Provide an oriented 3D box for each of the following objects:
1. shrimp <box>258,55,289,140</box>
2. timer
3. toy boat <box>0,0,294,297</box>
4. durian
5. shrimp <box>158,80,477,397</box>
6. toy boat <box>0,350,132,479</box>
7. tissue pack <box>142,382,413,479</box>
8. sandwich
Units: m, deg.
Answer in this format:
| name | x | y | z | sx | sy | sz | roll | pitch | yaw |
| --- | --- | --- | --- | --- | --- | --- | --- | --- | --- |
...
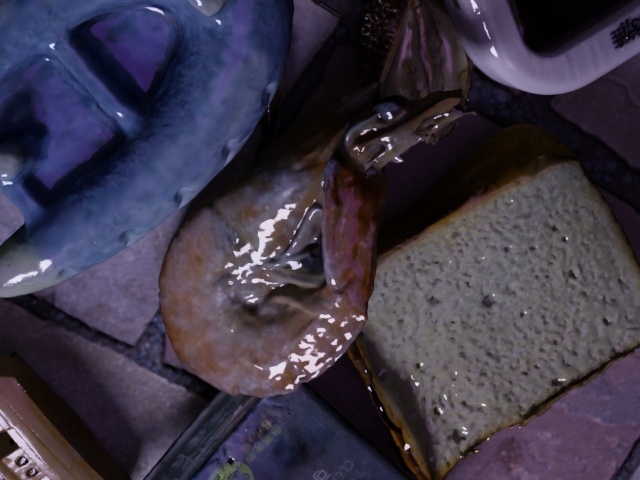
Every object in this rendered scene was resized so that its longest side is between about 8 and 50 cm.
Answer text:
| name | x | y | z | sx | sy | sz | roll | pitch | yaw |
| --- | --- | --- | --- | --- | --- | --- | --- | --- | --- |
| shrimp | -0.105 | -0.106 | 1.462 | 0.148 | 0.035 | 0.195 | 38 | 93 | -29 |
| timer | 0.196 | -0.252 | 1.468 | 0.262 | 0.087 | 0.237 | -32 | 117 | -15 |
| toy boat | -0.159 | -0.108 | 1.362 | 0.330 | 0.123 | 0.215 | -38 | 100 | 6 |
| durian | 0.061 | -0.144 | 1.477 | 0.110 | 0.071 | 0.140 | -31 | 118 | -46 |
| shrimp | 0.000 | 0.000 | 1.443 | 0.317 | 0.077 | 0.168 | -38 | 76 | 26 |
| toy boat | -0.220 | 0.167 | 1.506 | 0.072 | 0.064 | 0.206 | -30 | 119 | 10 |
| tissue pack | -0.024 | 0.221 | 1.563 | 0.173 | 0.073 | 0.235 | -49 | 122 | -8 |
| sandwich | 0.131 | 0.050 | 1.566 | 0.251 | 0.087 | 0.226 | -35 | 118 | -7 |
